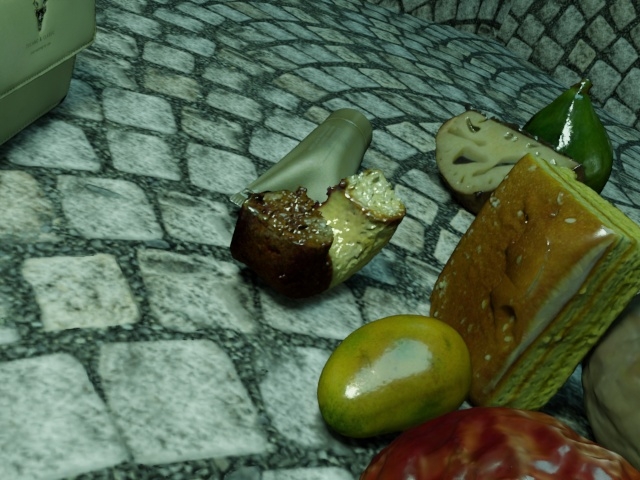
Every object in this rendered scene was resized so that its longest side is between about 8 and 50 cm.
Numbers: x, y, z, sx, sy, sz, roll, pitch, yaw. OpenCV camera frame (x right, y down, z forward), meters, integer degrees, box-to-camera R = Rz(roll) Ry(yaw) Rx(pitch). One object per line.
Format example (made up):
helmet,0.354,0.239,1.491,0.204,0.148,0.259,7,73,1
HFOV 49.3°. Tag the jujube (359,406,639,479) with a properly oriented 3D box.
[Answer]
jujube,0.118,0.212,0.389,0.213,0.213,0.232,12,37,-22

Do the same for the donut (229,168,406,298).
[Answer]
donut,0.001,-0.001,0.762,0.217,0.141,0.085,-21,60,-43

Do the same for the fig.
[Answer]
fig,0.428,-0.171,1.256,0.195,0.244,0.195,-5,32,3

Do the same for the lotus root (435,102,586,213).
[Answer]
lotus root,0.292,-0.127,1.182,0.260,0.170,0.074,50,-5,45

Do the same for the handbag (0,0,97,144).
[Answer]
handbag,-0.377,-0.229,0.758,0.160,0.236,0.358,19,28,-6

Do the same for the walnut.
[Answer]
walnut,0.397,0.158,0.682,0.273,0.227,0.273,20,30,-12

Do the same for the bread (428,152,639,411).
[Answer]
bread,0.213,0.046,0.731,0.111,0.234,0.184,14,28,-22

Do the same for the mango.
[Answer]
mango,0.067,0.122,0.644,0.163,0.089,0.111,-2,37,-26

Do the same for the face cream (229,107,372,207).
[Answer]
face cream,-0.004,-0.094,0.992,0.137,0.084,0.341,34,35,-1
